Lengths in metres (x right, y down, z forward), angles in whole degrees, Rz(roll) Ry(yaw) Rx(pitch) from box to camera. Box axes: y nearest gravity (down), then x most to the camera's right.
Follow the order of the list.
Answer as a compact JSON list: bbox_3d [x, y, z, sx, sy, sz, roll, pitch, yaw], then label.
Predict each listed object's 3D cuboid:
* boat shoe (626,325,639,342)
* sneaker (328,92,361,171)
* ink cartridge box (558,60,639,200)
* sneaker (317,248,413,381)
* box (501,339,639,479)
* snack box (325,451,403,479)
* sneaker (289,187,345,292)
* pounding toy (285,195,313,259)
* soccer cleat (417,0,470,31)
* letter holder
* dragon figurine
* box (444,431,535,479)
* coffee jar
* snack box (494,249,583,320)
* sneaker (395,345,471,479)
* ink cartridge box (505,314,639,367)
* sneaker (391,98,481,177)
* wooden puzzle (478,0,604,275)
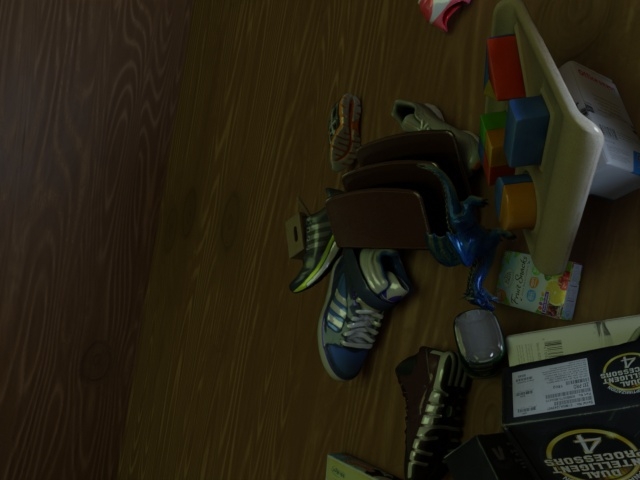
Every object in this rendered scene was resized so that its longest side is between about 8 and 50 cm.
[{"bbox_3d":[0.390,0.208,0.708,0.095,0.084,0.257,26,105,53],"label":"boat shoe"},{"bbox_3d":[0.057,-0.285,1.506,0.083,0.084,0.214,-10,66,57],"label":"sneaker"},{"bbox_3d":[0.432,-0.171,0.890,0.082,0.140,0.190,-38,53,47],"label":"ink cartridge box"},{"bbox_3d":[0.107,0.162,1.281,0.236,0.130,0.322,-19,61,58],"label":"sneaker"},{"bbox_3d":[0.434,0.222,0.570,0.395,0.318,0.097,-21,28,29],"label":"box"},{"bbox_3d":[0.120,0.609,1.233,0.322,0.060,0.187,-1,81,55],"label":"snack box"},{"bbox_3d":[0.000,0.000,1.424,0.121,0.111,0.299,33,92,9],"label":"sneaker"},{"bbox_3d":[-0.029,-0.028,1.521,0.100,0.130,0.141,-34,56,47],"label":"pounding toy"},{"bbox_3d":[0.318,-0.573,1.209,0.095,0.083,0.248,50,123,11],"label":"soccer cleat"},{"bbox_3d":[0.150,-0.106,1.190,0.302,0.152,0.214,1,113,54],"label":"letter holder"},{"bbox_3d":[0.249,-0.002,1.005,0.144,0.289,0.085,-44,12,-14],"label":"dragon figurine"},{"bbox_3d":[0.315,0.405,0.918,0.093,0.156,0.158,-53,43,36],"label":"box"},{"bbox_3d":[0.284,0.190,0.996,0.079,0.184,0.096,-14,65,11],"label":"coffee jar"},{"bbox_3d":[0.384,0.077,0.993,0.141,0.037,0.100,14,93,56],"label":"snack box"},{"bbox_3d":[0.206,0.350,1.149,0.163,0.107,0.281,12,82,60],"label":"sneaker"},{"bbox_3d":[0.435,0.225,0.819,0.283,0.117,0.207,-24,64,50],"label":"ink cartridge box"},{"bbox_3d":[0.237,-0.221,1.193,0.262,0.121,0.099,53,125,45],"label":"sneaker"},{"bbox_3d":[0.316,-0.160,0.900,0.322,0.081,0.347,77,-175,-50],"label":"wooden puzzle"}]
